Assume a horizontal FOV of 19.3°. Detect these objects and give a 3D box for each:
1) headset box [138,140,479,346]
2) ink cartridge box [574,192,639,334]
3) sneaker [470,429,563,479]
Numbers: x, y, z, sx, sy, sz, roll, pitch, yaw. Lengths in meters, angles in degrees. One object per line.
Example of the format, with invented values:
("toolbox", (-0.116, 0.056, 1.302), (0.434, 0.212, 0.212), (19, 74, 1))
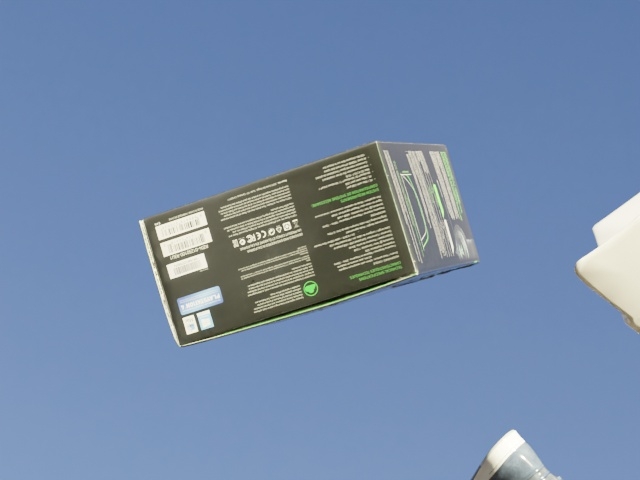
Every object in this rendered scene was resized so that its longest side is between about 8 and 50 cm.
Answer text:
("headset box", (0.000, 0.000, 1.833), (0.246, 0.131, 0.283), (-17, -3, 16))
("ink cartridge box", (0.361, 0.019, 1.464), (0.207, 0.119, 0.353), (-38, -54, 22))
("sneaker", (0.265, 0.368, 2.502), (0.163, 0.086, 0.226), (42, -33, 13))
